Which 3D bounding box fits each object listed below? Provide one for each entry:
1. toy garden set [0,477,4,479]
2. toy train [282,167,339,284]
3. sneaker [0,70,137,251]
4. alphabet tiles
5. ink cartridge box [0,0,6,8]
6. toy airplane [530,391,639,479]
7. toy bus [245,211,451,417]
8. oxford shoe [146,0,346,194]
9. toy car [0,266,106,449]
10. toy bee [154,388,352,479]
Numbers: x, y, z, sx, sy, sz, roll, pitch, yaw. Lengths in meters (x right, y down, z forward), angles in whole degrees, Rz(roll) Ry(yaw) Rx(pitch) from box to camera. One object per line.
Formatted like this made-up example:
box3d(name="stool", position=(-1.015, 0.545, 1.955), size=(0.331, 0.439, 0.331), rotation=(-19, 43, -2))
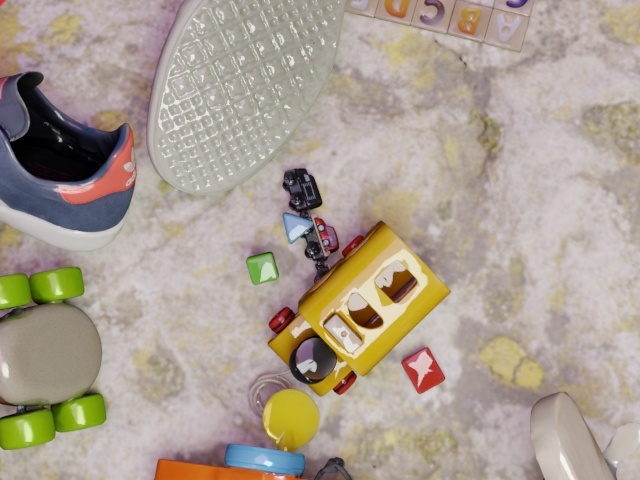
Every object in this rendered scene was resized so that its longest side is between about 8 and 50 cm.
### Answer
box3d(name="toy garden set", position=(-0.305, 0.292, 1.002), size=(0.244, 0.049, 0.204), rotation=(33, 113, 11))
box3d(name="toy train", position=(0.000, 0.000, 1.111), size=(0.036, 0.027, 0.158), rotation=(-16, 76, -10))
box3d(name="sneaker", position=(-0.339, -0.107, 1.044), size=(0.349, 0.148, 0.131), rotation=(14, 46, -16))
box3d(name="alphabet tiles", position=(0.121, -0.318, 1.186), size=(0.237, 0.009, 0.198), rotation=(15, 79, 7))
box3d(name="ink cartridge box", position=(-0.501, -0.369, 1.204), size=(0.385, 0.091, 0.308), rotation=(37, 82, 13))
box3d(name="toy airplane", position=(0.286, 0.350, 0.875), size=(0.384, 0.272, 0.386), rotation=(24, 63, -28))
box3d(name="toy bus", position=(0.025, 0.076, 1.030), size=(0.190, 0.104, 0.202), rotation=(-1, 93, 0))
box3d(name="oxford shoe", position=(-0.058, -0.259, 1.133), size=(0.169, 0.130, 0.450), rotation=(20, 90, -26))
box3d(name="toy car", position=(-0.322, 0.119, 1.072), size=(0.188, 0.149, 0.155), rotation=(-11, 88, 27))
box3d(name="toy bee", position=(-0.017, 0.247, 0.972), size=(0.162, 0.298, 0.195), rotation=(19, 95, -35))
